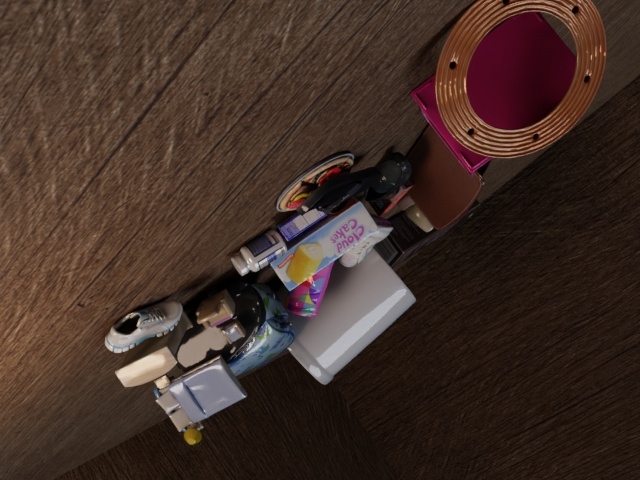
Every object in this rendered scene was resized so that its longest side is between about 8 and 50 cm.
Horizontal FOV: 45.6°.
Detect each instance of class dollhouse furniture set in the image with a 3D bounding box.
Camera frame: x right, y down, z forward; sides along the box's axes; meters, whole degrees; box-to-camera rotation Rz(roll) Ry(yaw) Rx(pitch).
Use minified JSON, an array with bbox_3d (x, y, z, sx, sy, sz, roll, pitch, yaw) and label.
[{"bbox_3d":[-0.278,0.331,1.787,0.287,0.303,0.198,-27,-163,10],"label":"dollhouse furniture set"}]

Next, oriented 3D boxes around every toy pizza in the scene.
[{"bbox_3d":[-0.006,-0.117,1.640,0.201,0.032,0.201,-34,169,-8],"label":"toy pizza"}]

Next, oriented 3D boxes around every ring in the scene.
[{"bbox_3d":[0.363,-0.309,1.390,0.337,0.336,0.032,-36,-149,5],"label":"ring"}]

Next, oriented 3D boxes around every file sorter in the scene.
[{"bbox_3d":[0.369,-0.296,1.575,0.291,0.202,0.182,-37,172,7],"label":"file sorter"}]

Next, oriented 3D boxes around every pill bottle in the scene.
[{"bbox_3d":[-0.143,0.030,1.763,0.120,0.067,0.067,-32,169,-16],"label":"pill bottle"}]

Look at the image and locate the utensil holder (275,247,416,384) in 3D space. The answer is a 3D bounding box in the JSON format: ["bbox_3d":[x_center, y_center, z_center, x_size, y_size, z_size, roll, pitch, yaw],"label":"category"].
[{"bbox_3d":[0.056,0.200,2.361,0.385,0.327,0.327,-40,169,-1],"label":"utensil holder"}]

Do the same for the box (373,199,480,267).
[{"bbox_3d":[0.371,-0.059,2.752,0.382,0.143,0.191,-28,167,-25],"label":"box"}]

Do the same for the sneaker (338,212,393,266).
[{"bbox_3d":[0.117,0.004,2.100,0.305,0.114,0.152,132,-19,-83],"label":"sneaker"}]

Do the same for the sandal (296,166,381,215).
[{"bbox_3d":[0.053,-0.103,1.641,0.255,0.054,0.097,-25,166,-43],"label":"sandal"}]

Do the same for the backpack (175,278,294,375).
[{"bbox_3d":[-0.216,0.237,2.054,0.290,0.273,0.355,-42,-177,6],"label":"backpack"}]

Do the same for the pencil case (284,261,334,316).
[{"bbox_3d":[-0.019,0.093,2.071,0.104,0.105,0.236,9,102,-75],"label":"pencil case"}]

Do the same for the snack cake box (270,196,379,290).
[{"bbox_3d":[0.000,0.000,1.875,0.264,0.089,0.152,-35,-168,0],"label":"snack cake box"}]

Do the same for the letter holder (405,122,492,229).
[{"bbox_3d":[0.348,-0.183,1.939,0.152,0.214,0.302,-31,168,-23],"label":"letter holder"}]

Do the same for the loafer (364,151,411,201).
[{"bbox_3d":[0.164,-0.150,1.892,0.078,0.076,0.223,-40,175,-20],"label":"loafer"}]

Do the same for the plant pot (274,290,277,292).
[{"bbox_3d":[-0.122,0.190,2.513,0.079,0.083,0.083,-11,157,-34],"label":"plant pot"}]

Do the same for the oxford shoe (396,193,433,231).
[{"bbox_3d":[0.390,-0.144,2.361,0.397,0.146,0.140,-33,178,-38],"label":"oxford shoe"}]

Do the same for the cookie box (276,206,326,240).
[{"bbox_3d":[-0.044,-0.047,1.743,0.107,0.040,0.092,-34,-173,-3],"label":"cookie box"}]

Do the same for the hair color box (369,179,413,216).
[{"bbox_3d":[0.182,-0.132,2.039,0.043,0.072,0.141,-28,166,-38],"label":"hair color box"}]

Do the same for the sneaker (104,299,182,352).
[{"bbox_3d":[-0.382,0.178,1.681,0.191,0.071,0.083,-30,159,-34],"label":"sneaker"}]
